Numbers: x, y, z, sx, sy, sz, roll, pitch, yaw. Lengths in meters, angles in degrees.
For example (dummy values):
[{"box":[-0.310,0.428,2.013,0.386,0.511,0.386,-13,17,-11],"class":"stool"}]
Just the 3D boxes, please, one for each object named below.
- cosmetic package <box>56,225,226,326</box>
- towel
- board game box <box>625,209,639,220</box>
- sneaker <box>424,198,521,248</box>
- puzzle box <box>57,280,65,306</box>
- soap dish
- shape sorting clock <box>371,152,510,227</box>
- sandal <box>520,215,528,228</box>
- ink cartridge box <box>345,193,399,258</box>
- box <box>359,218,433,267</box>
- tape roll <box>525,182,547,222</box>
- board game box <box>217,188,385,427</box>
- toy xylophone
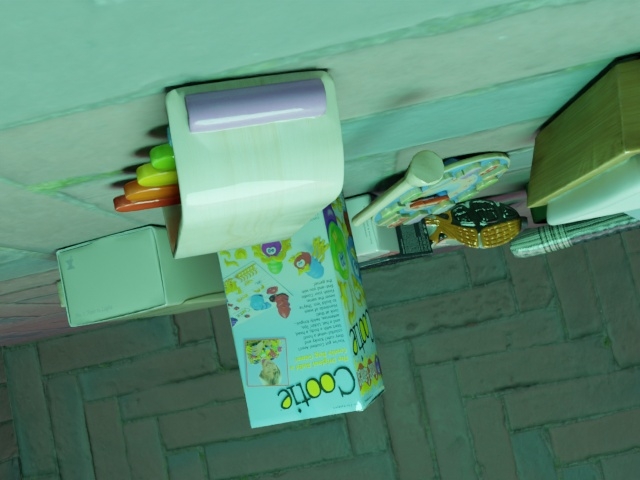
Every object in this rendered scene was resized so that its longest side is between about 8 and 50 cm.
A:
[{"box":[-0.233,0.054,1.077,0.160,0.113,0.309,-13,175,18],"class":"cosmetic package"},{"box":[0.503,-0.034,1.241,0.312,0.056,0.324,-17,174,22],"class":"towel"},{"box":[0.580,-0.044,0.906,0.318,0.065,0.318,-6,-154,-22],"class":"board game box"},{"box":[0.271,-0.030,1.429,0.263,0.099,0.121,-5,-177,12],"class":"sneaker"},{"box":[-0.264,0.064,1.387,0.409,0.052,0.272,-13,174,10],"class":"puzzle box"},{"box":[0.349,-0.103,0.703,0.229,0.118,0.291,-12,174,0],"class":"soap dish"},{"box":[0.167,-0.066,0.978,0.206,0.040,0.206,-18,169,-4],"class":"shape sorting clock"},{"box":[0.395,-0.050,1.662,0.097,0.054,0.254,-3,-179,-16],"class":"sandal"},{"box":[0.000,0.000,1.117,0.218,0.092,0.158,-12,174,17],"class":"ink cartridge box"},{"box":[0.101,0.004,1.332,0.156,0.093,0.158,-16,173,39],"class":"box"},{"box":[0.543,-0.103,1.282,0.321,0.077,0.321,-11,175,-1],"class":"tape roll"},{"box":[-0.025,0.075,0.885,0.144,0.275,0.142,-13,174,15],"class":"board game box"},{"box":[-0.045,-0.049,0.611,0.236,0.081,0.323,-9,173,-23],"class":"toy xylophone"}]
